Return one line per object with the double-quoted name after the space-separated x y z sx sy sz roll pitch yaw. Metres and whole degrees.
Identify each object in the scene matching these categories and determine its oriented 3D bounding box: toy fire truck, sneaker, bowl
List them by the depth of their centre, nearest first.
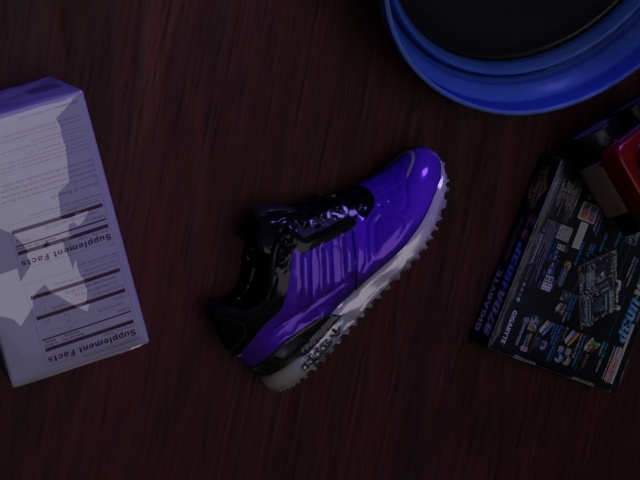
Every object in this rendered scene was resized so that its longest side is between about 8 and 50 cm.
0.225 -0.310 1.640 0.391 0.077 0.391 -13 128 -18 "bowl"
0.000 0.000 1.664 0.146 0.102 0.293 42 83 -22 "sneaker"
0.396 -0.135 1.696 0.217 0.246 0.158 -34 97 -30 "toy fire truck"

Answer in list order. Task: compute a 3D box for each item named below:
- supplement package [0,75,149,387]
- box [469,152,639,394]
-0.264 -0.011 1.536 0.133 0.139 0.244 -18 107 -17 "supplement package"
0.279 0.038 1.810 0.175 0.051 0.220 20 92 -24 "box"
